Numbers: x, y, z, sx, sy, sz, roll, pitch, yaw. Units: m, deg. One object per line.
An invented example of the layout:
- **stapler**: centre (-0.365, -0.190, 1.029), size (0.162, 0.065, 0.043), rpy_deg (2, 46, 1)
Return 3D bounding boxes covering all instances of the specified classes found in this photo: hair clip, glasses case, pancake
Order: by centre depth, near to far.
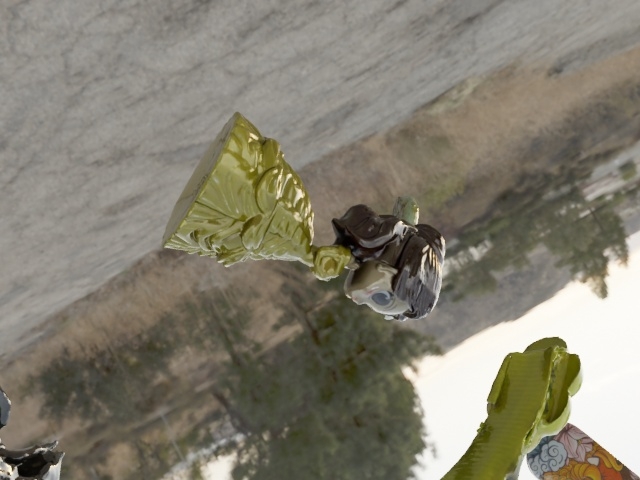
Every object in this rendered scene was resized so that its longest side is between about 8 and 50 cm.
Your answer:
- **hair clip**: centre (0.139, 0.132, 0.543), size (0.072, 0.046, 0.173), rpy_deg (-14, -155, 44)
- **glasses case**: centre (0.519, 0.459, 1.373), size (0.122, 0.321, 0.082), rpy_deg (-49, 168, -6)
- **pancake**: centre (0.151, 0.028, 1.466), size (0.037, 0.254, 0.253), rpy_deg (9, 172, -1)

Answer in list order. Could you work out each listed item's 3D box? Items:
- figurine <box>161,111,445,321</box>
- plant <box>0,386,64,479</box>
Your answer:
- **figurine**: centre (-0.001, 0.004, 0.874), size (0.187, 0.315, 0.168), rpy_deg (-48, -159, 42)
- **plant**: centre (-0.468, 0.326, 1.032), size (0.199, 0.276, 0.188), rpy_deg (-14, 174, 19)
